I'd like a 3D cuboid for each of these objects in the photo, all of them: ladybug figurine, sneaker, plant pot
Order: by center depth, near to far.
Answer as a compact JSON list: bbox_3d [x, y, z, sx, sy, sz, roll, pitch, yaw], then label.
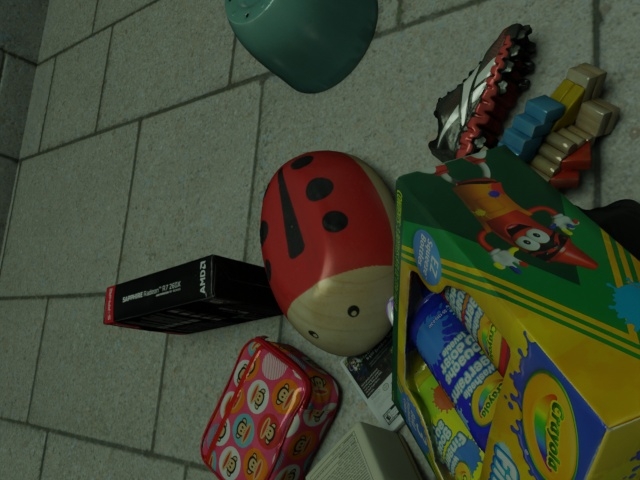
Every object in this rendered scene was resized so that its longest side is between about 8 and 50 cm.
[{"bbox_3d":[0.271,-0.247,1.107,0.135,0.097,0.276,26,97,41],"label":"sneaker"},{"bbox_3d":[0.000,0.000,1.219,0.305,0.162,0.449,-39,51,28],"label":"ladybug figurine"},{"bbox_3d":[-0.061,-0.500,1.384,0.293,0.235,0.293,-13,70,38],"label":"plant pot"}]

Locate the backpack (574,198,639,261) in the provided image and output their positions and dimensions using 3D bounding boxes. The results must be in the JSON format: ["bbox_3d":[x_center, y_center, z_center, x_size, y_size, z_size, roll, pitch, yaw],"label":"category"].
[{"bbox_3d":[0.363,0.084,0.851,0.253,0.191,0.225,118,145,-59],"label":"backpack"}]

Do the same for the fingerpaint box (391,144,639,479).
[{"bbox_3d":[0.230,0.179,0.766,0.371,0.163,0.445,-121,20,-45],"label":"fingerpaint box"}]

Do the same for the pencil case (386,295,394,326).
[{"bbox_3d":[0.196,0.091,1.022,0.206,0.086,0.088,-38,26,36],"label":"pencil case"}]

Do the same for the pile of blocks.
[{"bbox_3d":[0.328,-0.105,0.982,0.112,0.149,0.362,45,107,40],"label":"pile of blocks"}]

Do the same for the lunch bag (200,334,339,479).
[{"bbox_3d":[-0.115,0.348,1.272,0.258,0.120,0.293,28,95,47],"label":"lunch bag"}]

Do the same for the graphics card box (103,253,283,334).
[{"bbox_3d":[-0.267,0.128,1.385,0.370,0.232,0.094,-15,67,39],"label":"graphics card box"}]

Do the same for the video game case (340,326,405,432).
[{"bbox_3d":[0.138,0.218,1.144,0.190,0.022,0.173,-52,50,19],"label":"video game case"}]

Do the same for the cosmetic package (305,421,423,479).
[{"bbox_3d":[0.099,0.458,0.993,0.160,0.113,0.309,-51,35,19],"label":"cosmetic package"}]
